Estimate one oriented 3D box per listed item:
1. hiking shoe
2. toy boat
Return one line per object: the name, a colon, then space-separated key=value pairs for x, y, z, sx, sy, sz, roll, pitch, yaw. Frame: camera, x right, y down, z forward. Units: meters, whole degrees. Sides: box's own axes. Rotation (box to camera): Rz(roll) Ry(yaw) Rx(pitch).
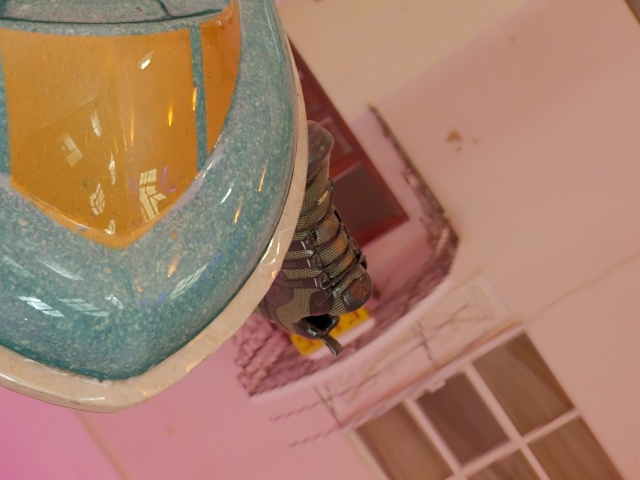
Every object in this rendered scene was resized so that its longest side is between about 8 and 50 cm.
hiking shoe: x=0.000 y=0.000 z=0.876 sx=0.086 sy=0.114 sz=0.227 roll=-50 pitch=163 yaw=-35
toy boat: x=-0.149 y=-0.062 z=0.361 sx=0.318 sy=0.267 sz=0.148 roll=-10 pitch=162 yaw=-27
